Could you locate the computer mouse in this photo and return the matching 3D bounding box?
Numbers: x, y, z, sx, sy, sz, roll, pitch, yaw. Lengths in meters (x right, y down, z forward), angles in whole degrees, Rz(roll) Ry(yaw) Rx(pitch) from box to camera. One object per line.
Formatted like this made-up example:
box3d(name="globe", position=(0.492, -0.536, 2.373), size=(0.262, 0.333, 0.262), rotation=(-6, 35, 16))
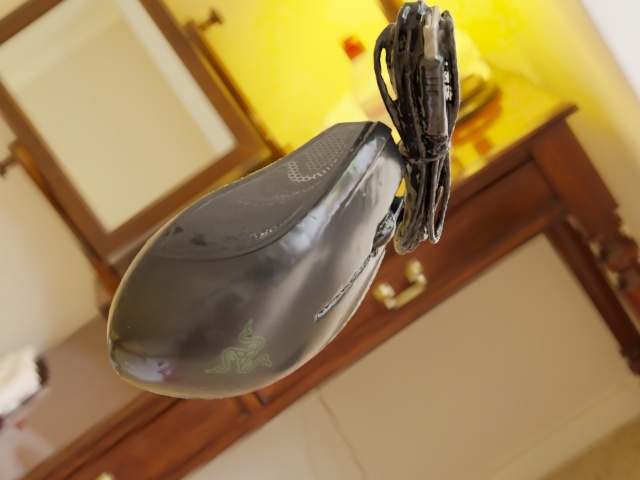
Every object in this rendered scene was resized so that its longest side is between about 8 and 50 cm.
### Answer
box3d(name="computer mouse", position=(0.000, 0.000, 0.809), size=(0.072, 0.188, 0.272), rotation=(32, 54, 30))
